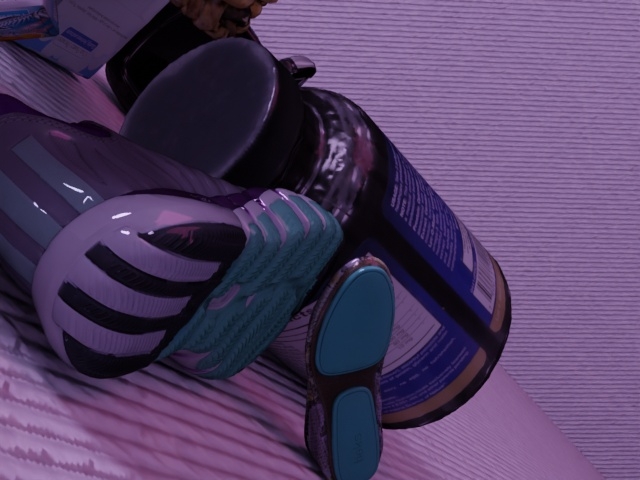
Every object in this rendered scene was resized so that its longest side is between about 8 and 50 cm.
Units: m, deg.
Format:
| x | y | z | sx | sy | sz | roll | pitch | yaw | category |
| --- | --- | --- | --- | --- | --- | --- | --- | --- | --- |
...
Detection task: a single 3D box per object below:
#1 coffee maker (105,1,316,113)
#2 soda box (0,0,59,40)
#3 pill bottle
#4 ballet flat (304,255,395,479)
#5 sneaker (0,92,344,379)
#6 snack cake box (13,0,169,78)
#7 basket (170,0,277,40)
| x | y | z | sx | sy | sz | roll | pitch | yaw | category |
| --- | --- | --- | --- | --- | --- | --- | --- | --- | --- |
| -0.098 | -0.123 | 0.944 | 0.171 | 0.120 | 0.178 | 29 | 2 | 5 | coffee maker |
| -0.146 | -0.172 | 0.495 | 0.058 | 0.063 | 0.183 | 167 | -84 | -85 | soda box |
| 0.000 | 0.000 | 0.629 | 0.219 | 0.123 | 0.123 | 44 | 6 | -42 | pill bottle |
| 0.008 | 0.052 | 0.532 | 0.041 | 0.041 | 0.114 | -125 | -148 | -57 | ballet flat |
| -0.059 | -0.008 | 0.449 | 0.098 | 0.083 | 0.224 | 41 | 2 | 13 | sneaker |
| -0.221 | -0.233 | 0.758 | 0.264 | 0.089 | 0.152 | 48 | 6 | 10 | snack cake box |
| -0.054 | -0.271 | 0.690 | 0.213 | 0.223 | 0.299 | 44 | 6 | -35 | basket |
